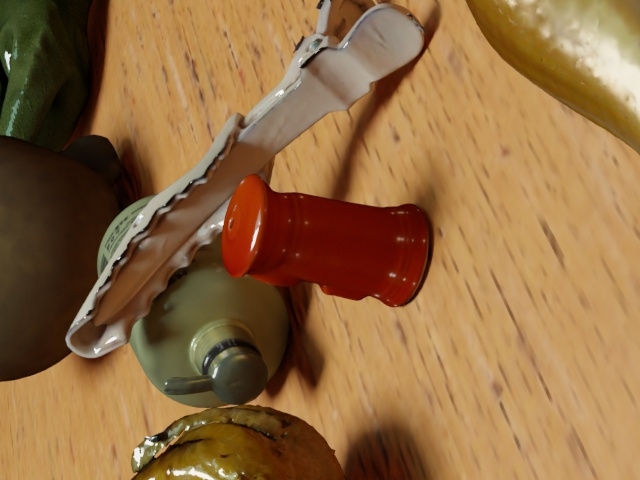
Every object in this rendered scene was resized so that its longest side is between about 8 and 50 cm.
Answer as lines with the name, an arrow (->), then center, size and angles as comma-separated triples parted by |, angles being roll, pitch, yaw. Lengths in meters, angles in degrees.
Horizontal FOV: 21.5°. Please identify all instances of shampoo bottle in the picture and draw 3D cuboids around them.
shampoo bottle -> -0.061, 0.036, 0.857 | 0.162, 0.079, 0.079 | 49, 124, 61

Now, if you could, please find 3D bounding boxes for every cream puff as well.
cream puff -> -0.030, 0.134, 0.708 | 0.119, 0.104, 0.133 | 32, 121, 31

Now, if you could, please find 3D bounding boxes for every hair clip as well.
hair clip -> -0.043, -0.035, 0.803 | 0.226, 0.034, 0.072 | -45, 26, 9

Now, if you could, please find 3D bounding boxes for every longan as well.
longan -> -0.204, 0.002, 1.121 | 0.185, 0.159, 0.204 | -3, 37, 50

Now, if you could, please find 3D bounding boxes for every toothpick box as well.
toothpick box -> 0.000, 0.000, 0.728 | 0.047, 0.083, 0.047 | -169, 90, -68

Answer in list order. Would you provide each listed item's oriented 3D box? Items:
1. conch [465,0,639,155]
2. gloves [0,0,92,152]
conch -> 0.119, -0.055, 0.500 | 0.109, 0.093, 0.330 | -43, 59, 27
gloves -> -0.227, -0.132, 1.288 | 0.135, 0.107, 0.268 | 7, 68, 59
